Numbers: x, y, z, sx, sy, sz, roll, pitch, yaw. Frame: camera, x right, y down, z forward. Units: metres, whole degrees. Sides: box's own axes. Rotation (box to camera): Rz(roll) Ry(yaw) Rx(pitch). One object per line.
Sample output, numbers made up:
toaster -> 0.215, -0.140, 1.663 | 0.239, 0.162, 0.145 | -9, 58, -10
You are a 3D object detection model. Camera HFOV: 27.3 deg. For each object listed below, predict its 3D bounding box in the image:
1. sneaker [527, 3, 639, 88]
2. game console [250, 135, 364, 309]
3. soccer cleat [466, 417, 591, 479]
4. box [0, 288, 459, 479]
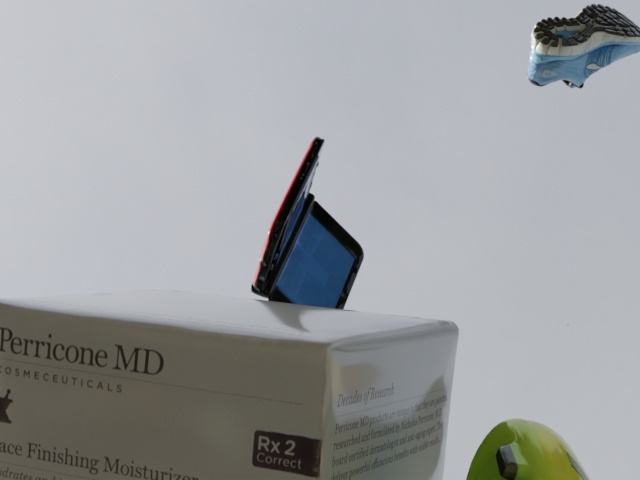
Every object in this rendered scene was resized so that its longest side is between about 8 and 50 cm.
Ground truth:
sneaker -> 0.271, -0.196, 1.363 | 0.063, 0.162, 0.073 | 51, -40, 34
game console -> 0.000, 0.000, 1.196 | 0.085, 0.144, 0.124 | 21, -46, 2
soccer cleat -> 0.130, 0.196, 0.516 | 0.121, 0.289, 0.093 | 5, -49, -23
box -> -0.046, 0.092, 0.653 | 0.181, 0.182, 0.119 | 5, -89, 24
